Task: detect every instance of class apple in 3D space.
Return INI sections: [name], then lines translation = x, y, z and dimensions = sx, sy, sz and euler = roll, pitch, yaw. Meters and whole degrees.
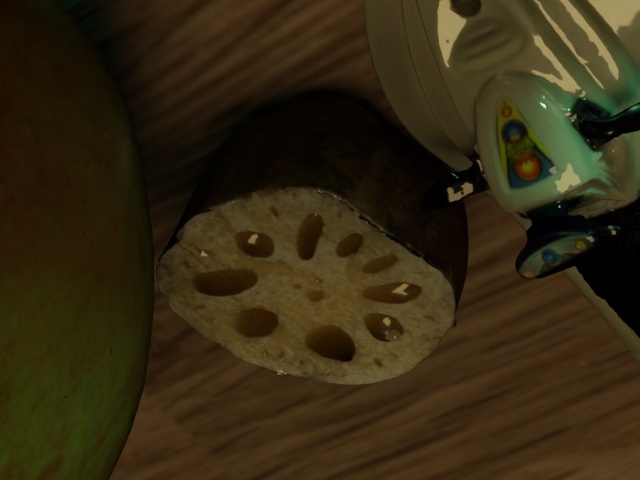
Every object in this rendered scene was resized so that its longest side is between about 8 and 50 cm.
[apple]
translation = -0.225, 0.034, 0.677
dimensions = 0.319, 0.277, 0.319
euler = 4, 130, 4

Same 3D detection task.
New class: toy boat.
[toy boat]
translation = 0.118, -0.025, 0.690
dimensions = 0.141, 0.141, 0.269
euler = -31, 135, 28

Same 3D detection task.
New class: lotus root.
[lotus root]
translation = -0.002, 0.002, 0.756
dimensions = 0.122, 0.081, 0.112
euler = 34, 127, -22
